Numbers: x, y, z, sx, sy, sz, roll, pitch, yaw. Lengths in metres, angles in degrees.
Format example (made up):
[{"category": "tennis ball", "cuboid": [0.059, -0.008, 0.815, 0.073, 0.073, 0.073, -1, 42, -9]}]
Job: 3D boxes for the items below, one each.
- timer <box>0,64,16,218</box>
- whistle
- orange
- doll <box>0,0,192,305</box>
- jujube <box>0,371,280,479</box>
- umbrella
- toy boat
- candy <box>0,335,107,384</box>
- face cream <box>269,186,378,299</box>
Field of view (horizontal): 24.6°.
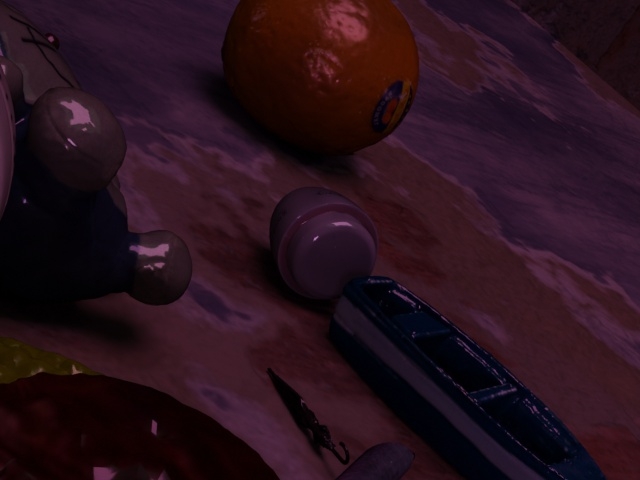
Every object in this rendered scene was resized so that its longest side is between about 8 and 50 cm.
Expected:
[{"category": "timer", "cuboid": [-0.277, -0.040, 0.751, 0.233, 0.233, 0.240, 28, 18, -14]}, {"category": "whistle", "cuboid": [0.023, 0.173, 0.999, 0.033, 0.033, 0.176, 38, 21, 10]}, {"category": "orange", "cuboid": [0.002, -0.195, 1.589, 0.219, 0.193, 0.219, 15, 15, -4]}, {"category": "doll", "cuboid": [-0.210, -0.068, 1.031, 0.258, 0.154, 0.228, 62, 1, 40]}, {"category": "jujube", "cuboid": [-0.054, 0.214, 0.576, 0.342, 0.216, 0.216, 48, 24, 20]}, {"category": "umbrella", "cuboid": [-0.011, 0.129, 1.073, 0.013, 0.022, 0.122, -11, 31, -27]}, {"category": "toy boat", "cuboid": [0.125, 0.141, 1.181, 0.299, 0.061, 0.096, 43, 22, 25]}, {"category": "candy", "cuboid": [-0.141, 0.115, 0.807, 0.209, 0.096, 0.097, 33, 19, 16]}, {"category": "face cream", "cuboid": [0.000, 0.000, 1.273, 0.091, 0.091, 0.095, 23, 15, -27]}]
